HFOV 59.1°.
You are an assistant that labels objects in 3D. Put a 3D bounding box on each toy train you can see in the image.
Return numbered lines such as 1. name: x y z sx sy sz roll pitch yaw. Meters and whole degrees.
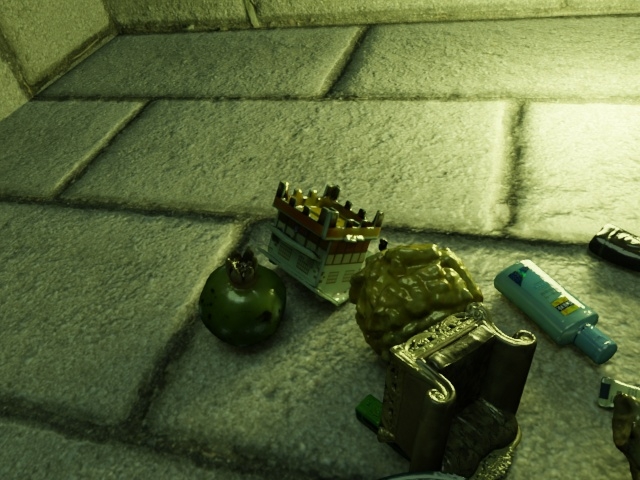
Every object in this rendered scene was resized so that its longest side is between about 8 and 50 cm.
1. toy train: 0.149 0.339 0.962 0.044 0.042 0.209 -37 46 -26

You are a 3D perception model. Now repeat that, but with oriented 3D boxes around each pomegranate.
1. pomegranate: -0.160 0.109 1.164 0.187 0.225 0.187 4 44 -4

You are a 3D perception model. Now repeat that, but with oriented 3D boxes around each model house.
1. model house: 0.000 0.000 1.260 0.199 0.215 0.224 -4 28 -45

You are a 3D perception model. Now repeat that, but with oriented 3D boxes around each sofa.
1. sofa: 0.232 0.248 0.889 0.258 0.199 0.182 -19 35 -36

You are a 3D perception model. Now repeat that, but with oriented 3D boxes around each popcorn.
1. popcorn: 0.169 0.111 1.065 0.249 0.249 0.225 -25 53 -16

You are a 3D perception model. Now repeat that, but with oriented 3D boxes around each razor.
1. razor: 0.658 0.021 1.201 0.090 0.054 0.148 -37 47 -27

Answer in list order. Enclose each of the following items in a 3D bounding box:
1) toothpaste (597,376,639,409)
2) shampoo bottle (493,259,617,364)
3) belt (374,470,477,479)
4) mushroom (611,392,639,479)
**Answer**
1. toothpaste: 0.581 0.279 0.936 0.216 0.037 0.062 10 45 29
2. shampoo bottle: 0.462 0.138 1.108 0.104 0.061 0.258 -24 42 -14
3. belt: 0.075 0.495 0.700 0.437 0.173 0.300 -32 43 -22
4. mushroom: 0.546 0.350 0.781 0.292 0.212 0.217 11 75 8
